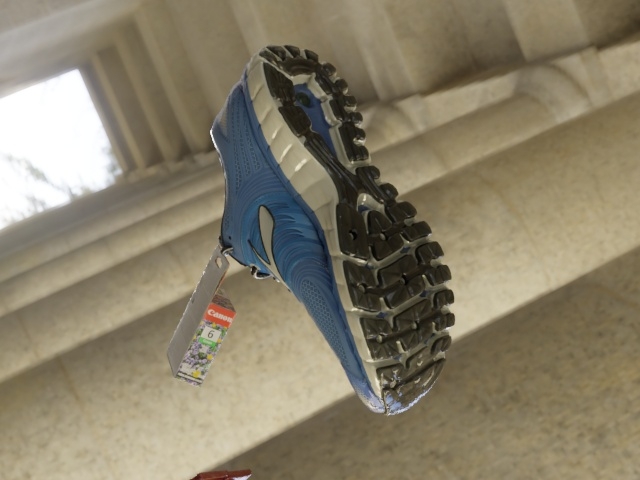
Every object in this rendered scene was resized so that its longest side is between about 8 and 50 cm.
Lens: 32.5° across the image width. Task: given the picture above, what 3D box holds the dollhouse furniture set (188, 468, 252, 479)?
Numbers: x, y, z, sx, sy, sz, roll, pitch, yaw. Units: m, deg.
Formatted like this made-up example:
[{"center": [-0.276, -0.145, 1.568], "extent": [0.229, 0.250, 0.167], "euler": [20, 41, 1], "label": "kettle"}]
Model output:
[{"center": [-0.219, 0.530, 1.649], "extent": [0.201, 0.374, 0.152], "euler": [54, 15, 24], "label": "dollhouse furniture set"}]

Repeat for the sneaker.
[{"center": [0.000, 0.000, 0.960], "extent": [0.147, 0.130, 0.330], "euler": [-38, -110, 43], "label": "sneaker"}]

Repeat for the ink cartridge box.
[{"center": [-0.100, 0.067, 0.987], "extent": [0.029, 0.115, 0.063], "euler": [23, 10, -20], "label": "ink cartridge box"}]
